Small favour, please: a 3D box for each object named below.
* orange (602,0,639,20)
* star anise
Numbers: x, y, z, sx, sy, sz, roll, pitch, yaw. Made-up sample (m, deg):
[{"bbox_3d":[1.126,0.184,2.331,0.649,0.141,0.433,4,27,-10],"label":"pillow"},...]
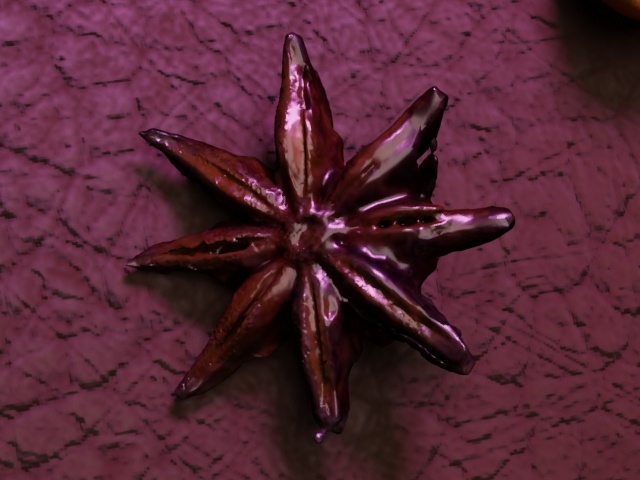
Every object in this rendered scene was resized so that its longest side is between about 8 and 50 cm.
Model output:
[{"bbox_3d":[0.238,-0.227,1.177,0.170,0.112,0.160,-31,76,-41],"label":"orange"},{"bbox_3d":[0.000,0.000,1.087,0.272,0.102,0.272,-2,83,13],"label":"star anise"}]
